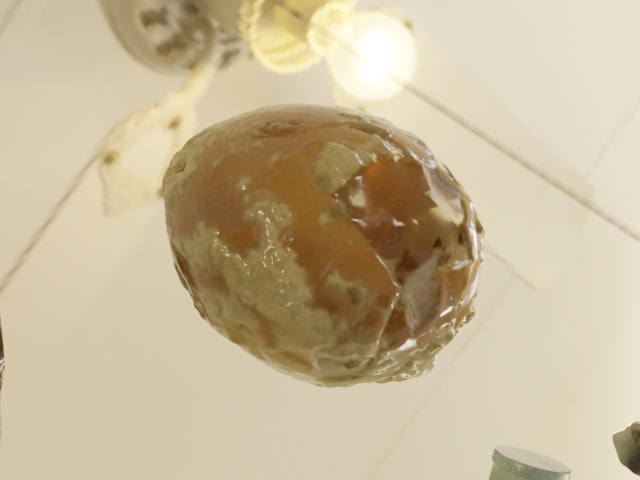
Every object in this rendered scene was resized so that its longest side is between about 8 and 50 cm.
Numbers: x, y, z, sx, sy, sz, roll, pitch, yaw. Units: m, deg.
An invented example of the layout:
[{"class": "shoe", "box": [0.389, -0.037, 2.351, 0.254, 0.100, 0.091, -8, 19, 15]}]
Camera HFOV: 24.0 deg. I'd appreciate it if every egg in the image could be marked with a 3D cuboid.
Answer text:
[{"class": "egg", "box": [0.000, 0.000, 1.042, 0.195, 0.233, 0.195, -53, -5, -7]}]

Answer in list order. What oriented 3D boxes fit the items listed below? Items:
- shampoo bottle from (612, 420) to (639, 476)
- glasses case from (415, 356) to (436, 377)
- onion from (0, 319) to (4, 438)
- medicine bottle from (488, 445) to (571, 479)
[{"class": "shampoo bottle", "box": [0.328, 0.072, 1.041, 0.309, 0.098, 0.071, -40, -21, 28]}, {"class": "glasses case", "box": [0.118, 0.080, 1.962, 0.049, 0.076, 0.197, -8, -80, -37]}, {"class": "onion", "box": [-0.545, 0.166, 1.553, 0.420, 0.398, 0.398, 12, -67, -25]}, {"class": "medicine bottle", "box": [0.097, 0.217, 0.877, 0.051, 0.051, 0.191, 11, -83, -49]}]
